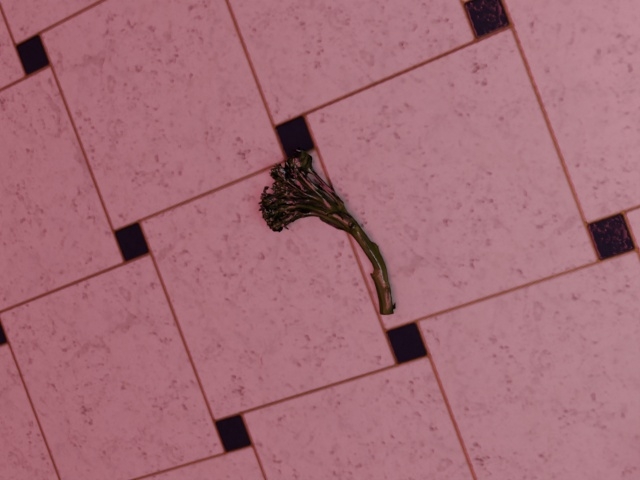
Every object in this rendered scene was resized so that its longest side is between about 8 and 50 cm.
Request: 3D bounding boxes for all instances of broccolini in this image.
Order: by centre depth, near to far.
[{"bbox_3d":[0.006,0.006,1.873,0.123,0.062,0.271,-38,85,37],"label":"broccolini"}]
